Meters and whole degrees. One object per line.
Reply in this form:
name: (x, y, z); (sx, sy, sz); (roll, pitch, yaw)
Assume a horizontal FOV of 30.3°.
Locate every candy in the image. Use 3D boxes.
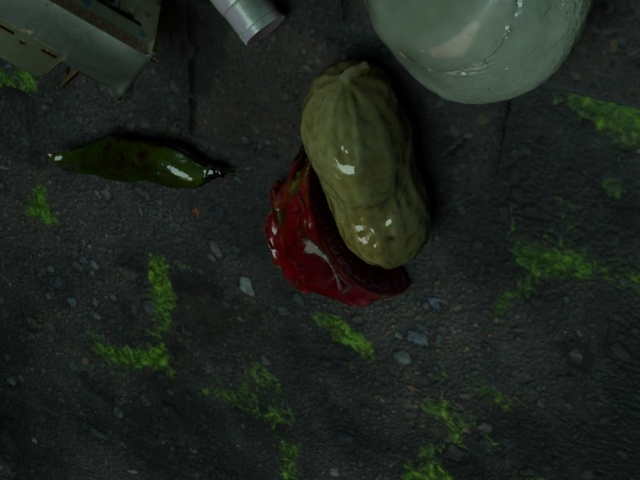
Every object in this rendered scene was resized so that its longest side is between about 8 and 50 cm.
candy: (0.187, -0.294, 1.348); (0.295, 0.185, 0.296); (22, 127, 33)

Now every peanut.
peanut: (0.061, -0.093, 1.581); (0.143, 0.159, 0.291); (-5, 117, 26)

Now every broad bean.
broad bean: (-0.287, -0.125, 1.850); (0.339, 0.061, 0.077); (9, 136, 28)

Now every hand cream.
hand cream: (-0.168, -0.406, 1.596); (0.312, 0.070, 0.111); (54, 134, 0)

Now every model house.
model house: (-0.362, -0.371, 1.620); (0.326, 0.244, 0.169); (27, 145, -32)

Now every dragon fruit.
dragon fruit: (0.000, 0.000, 1.709); (0.163, 0.189, 0.262); (-29, 100, 10)
